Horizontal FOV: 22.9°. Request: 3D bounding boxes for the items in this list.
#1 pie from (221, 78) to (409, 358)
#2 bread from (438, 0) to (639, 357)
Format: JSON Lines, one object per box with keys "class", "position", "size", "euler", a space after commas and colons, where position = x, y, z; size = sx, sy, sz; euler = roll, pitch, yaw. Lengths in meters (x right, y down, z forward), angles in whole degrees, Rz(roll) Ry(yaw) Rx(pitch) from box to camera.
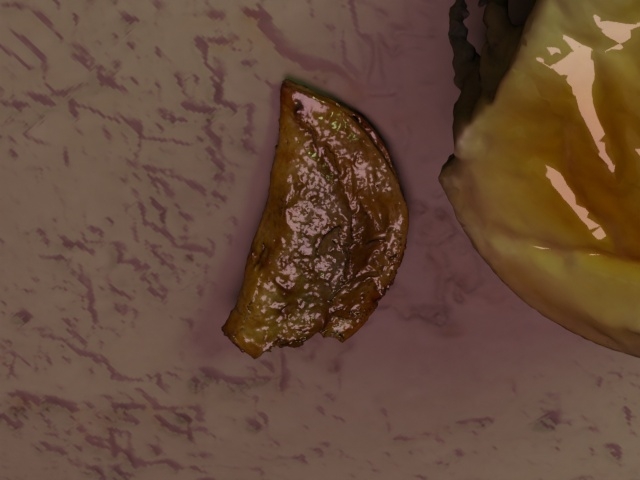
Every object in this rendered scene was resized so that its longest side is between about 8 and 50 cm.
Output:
{"class": "pie", "position": [0.000, 0.000, 0.867], "size": [0.092, 0.034, 0.170], "euler": [18, 118, -1]}
{"class": "bread", "position": [0.234, -0.104, 0.695], "size": [0.236, 0.183, 0.389], "euler": [48, 125, -3]}
